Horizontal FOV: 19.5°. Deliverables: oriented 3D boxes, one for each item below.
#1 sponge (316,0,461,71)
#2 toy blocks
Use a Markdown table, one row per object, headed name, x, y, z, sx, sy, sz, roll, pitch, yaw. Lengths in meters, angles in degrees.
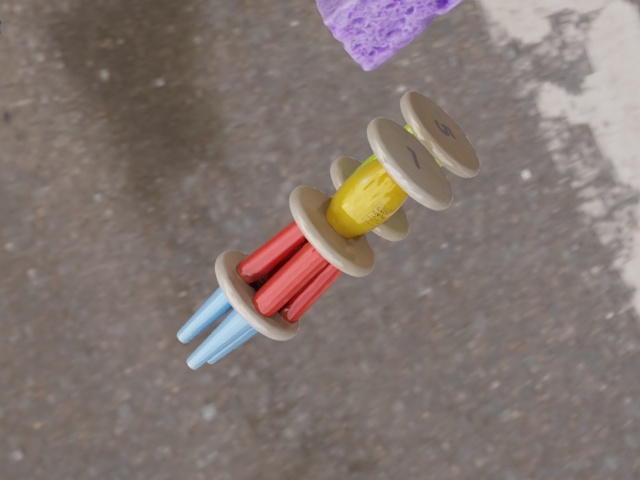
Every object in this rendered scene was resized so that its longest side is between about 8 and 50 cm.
| name | x | y | z | sx | sy | sz | roll | pitch | yaw |
| --- | --- | --- | --- | --- | --- | --- | --- | --- | --- |
| sponge | 0.076 | -0.155 | 0.638 | 0.210 | 0.117 | 0.031 | -38 | 122 | 15 |
| toy blocks | 0.000 | 0.000 | 0.899 | 0.148 | 0.123 | 0.054 | -41 | 91 | 21 |
